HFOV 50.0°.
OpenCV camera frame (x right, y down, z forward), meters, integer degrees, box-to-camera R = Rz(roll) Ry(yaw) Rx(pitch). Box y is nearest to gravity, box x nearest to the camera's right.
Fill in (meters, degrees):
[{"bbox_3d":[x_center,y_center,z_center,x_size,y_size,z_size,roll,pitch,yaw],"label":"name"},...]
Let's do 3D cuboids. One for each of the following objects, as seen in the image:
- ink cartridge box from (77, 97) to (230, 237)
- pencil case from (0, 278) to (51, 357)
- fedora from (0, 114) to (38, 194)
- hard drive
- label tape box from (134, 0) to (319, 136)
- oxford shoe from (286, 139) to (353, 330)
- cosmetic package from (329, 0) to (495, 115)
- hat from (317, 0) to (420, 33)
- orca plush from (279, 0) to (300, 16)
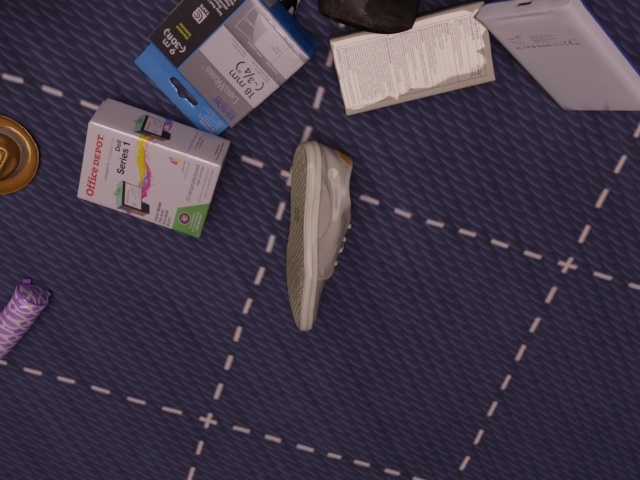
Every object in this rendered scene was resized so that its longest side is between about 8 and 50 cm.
[{"bbox_3d":[-0.356,-0.152,1.461,0.278,0.117,0.201,19,126,-7],"label":"ink cartridge box"},{"bbox_3d":[-0.735,0.188,1.634,0.206,0.086,0.088,-48,70,14],"label":"pencil case"},{"bbox_3d":[-0.719,-0.180,1.494,0.194,0.079,0.194,0,111,-1],"label":"fedora"},{"bbox_3d":[0.473,-0.351,1.311,0.318,0.210,0.040,32,82,-34],"label":"hard drive"},{"bbox_3d":[-0.207,-0.360,1.372,0.333,0.106,0.240,-36,107,26],"label":"label tape box"},{"bbox_3d":[0.000,0.000,1.530,0.130,0.169,0.449,-2,111,-21],"label":"oxford shoe"},{"bbox_3d":[0.183,-0.374,1.403,0.309,0.113,0.160,-12,111,4],"label":"cosmetic package"},{"bbox_3d":[0.096,-0.451,1.263,0.331,0.331,0.134,3,100,-1],"label":"hat"},{"bbox_3d":[-0.066,-0.559,1.337,0.151,0.102,0.287,22,109,-8],"label":"orca plush"}]
